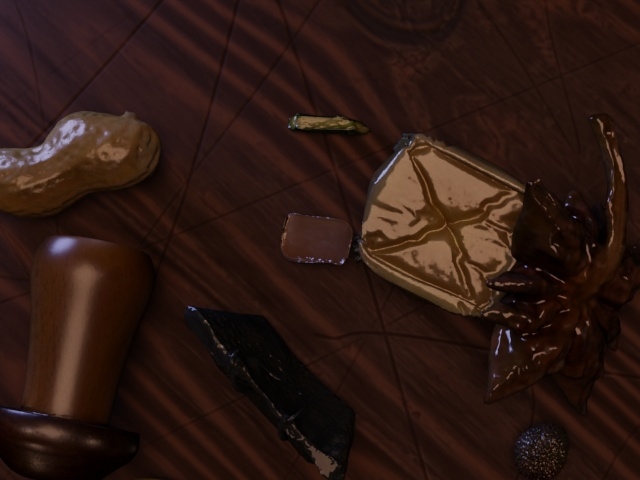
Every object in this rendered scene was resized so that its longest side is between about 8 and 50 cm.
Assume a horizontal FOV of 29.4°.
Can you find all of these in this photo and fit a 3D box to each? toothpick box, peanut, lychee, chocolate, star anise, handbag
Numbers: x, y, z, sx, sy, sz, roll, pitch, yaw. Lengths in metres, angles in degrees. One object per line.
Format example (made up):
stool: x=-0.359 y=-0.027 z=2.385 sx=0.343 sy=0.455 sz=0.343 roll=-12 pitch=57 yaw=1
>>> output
toothpick box: x=-0.301 y=0.149 z=1.491 sx=0.192 sy=0.192 sz=0.294 roll=9 pitch=81 yaw=5
peanut: x=-0.329 y=-0.092 z=1.555 sx=0.263 sy=0.101 sz=0.117 roll=-22 pitch=59 yaw=5
lychee: x=0.271 y=0.259 z=1.489 sx=0.068 sy=0.083 sz=0.067 roll=-7 pitch=48 yaw=-28
chocolate: x=0.000 y=0.000 z=1.543 sx=0.101 sy=0.031 sz=0.064 roll=3 pitch=82 yaw=28
star anise: x=0.297 y=0.050 z=1.424 sx=0.109 sy=0.292 sz=0.349 roll=24 pitch=81 yaw=41
handbag: x=-0.056 y=0.181 z=1.469 sx=0.089 sy=0.175 sz=0.270 roll=-45 pitch=81 yaw=2

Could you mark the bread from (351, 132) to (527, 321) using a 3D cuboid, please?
bread: x=0.154 y=-0.016 z=1.502 sx=0.210 sy=0.110 sz=0.192 roll=24 pitch=94 yaw=7

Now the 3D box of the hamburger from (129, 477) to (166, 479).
hamburger: x=-0.189 y=0.375 z=1.474 sx=0.175 sy=0.175 sz=0.136 roll=19 pitch=93 yaw=6

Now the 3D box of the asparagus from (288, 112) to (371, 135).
asparagus: x=0.012 y=-0.149 z=1.568 sx=0.108 sy=0.021 sz=0.025 roll=5 pitch=85 yaw=5
